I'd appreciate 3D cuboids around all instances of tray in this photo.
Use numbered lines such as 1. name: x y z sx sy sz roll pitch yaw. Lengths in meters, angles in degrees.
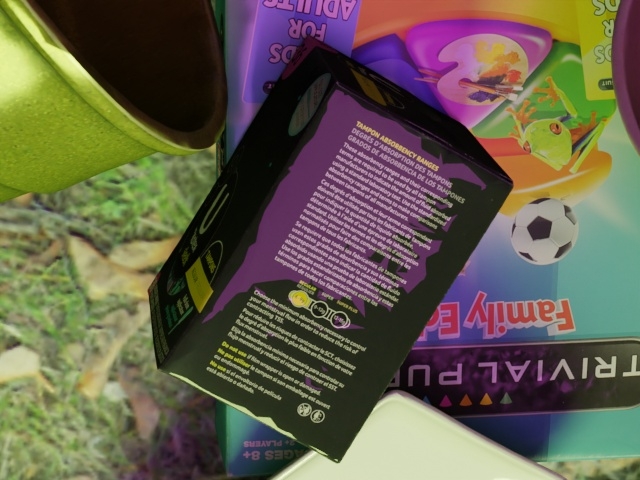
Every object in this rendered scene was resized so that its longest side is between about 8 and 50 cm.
1. tray: -0.005 0.171 1.019 0.145 0.030 0.270 31 124 -33

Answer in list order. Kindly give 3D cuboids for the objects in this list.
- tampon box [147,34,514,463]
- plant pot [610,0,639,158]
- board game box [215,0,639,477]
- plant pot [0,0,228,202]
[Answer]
1. tampon box: 0.000 0.000 0.892 0.101 0.120 0.161 29 101 -15
2. plant pot: 0.306 -0.037 0.934 0.256 0.256 0.274 -34 144 2
3. board game box: 0.070 -0.044 0.994 0.254 0.079 0.336 -2 106 -8
4. plant pot: -0.282 -0.132 0.798 0.353 0.366 0.366 -25 109 11
